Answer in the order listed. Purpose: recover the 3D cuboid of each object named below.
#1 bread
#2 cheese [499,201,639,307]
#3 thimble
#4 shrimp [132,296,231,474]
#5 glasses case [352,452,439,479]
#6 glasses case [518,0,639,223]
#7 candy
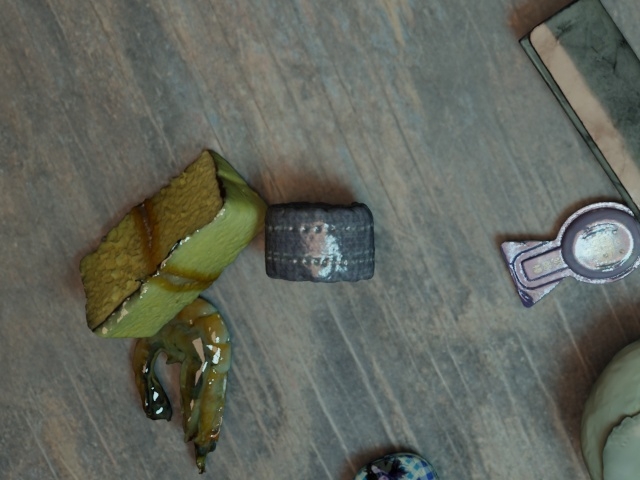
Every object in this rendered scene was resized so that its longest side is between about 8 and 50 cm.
[{"bbox_3d":[-0.198,0.018,1.529,0.142,0.178,0.266,41,106,-18],"label":"bread"},{"bbox_3d":[0.333,0.014,1.467,0.190,0.042,0.105,-23,95,14],"label":"cheese"},{"bbox_3d":[0.000,0.000,1.479,0.150,0.150,0.098,1,96,11],"label":"thimble"},{"bbox_3d":[-0.200,0.200,1.602,0.145,0.059,0.254,11,102,12],"label":"shrimp"},{"bbox_3d":[0.144,0.446,1.570,0.125,0.076,0.328,-21,95,16],"label":"glasses case"},{"bbox_3d":[0.371,-0.155,1.414,0.114,0.060,0.299,-35,92,-6],"label":"glasses case"},{"bbox_3d":[0.457,0.238,1.415,0.295,0.185,0.296,1,114,2],"label":"candy"}]
